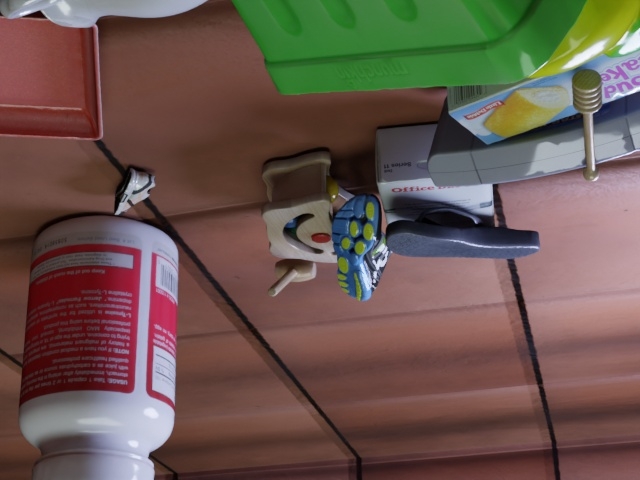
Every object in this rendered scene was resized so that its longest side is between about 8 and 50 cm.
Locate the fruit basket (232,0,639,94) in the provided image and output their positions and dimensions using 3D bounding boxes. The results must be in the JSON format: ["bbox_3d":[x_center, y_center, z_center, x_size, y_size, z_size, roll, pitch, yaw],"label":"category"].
[{"bbox_3d":[0.136,-0.226,1.047,0.392,0.283,0.392,30,164,9],"label":"fruit basket"}]

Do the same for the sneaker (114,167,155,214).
[{"bbox_3d":[-0.265,-0.064,1.731,0.043,0.040,0.109,7,154,-23],"label":"sneaker"}]

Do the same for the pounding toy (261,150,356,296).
[{"bbox_3d":[0.000,0.000,1.747,0.154,0.155,0.269,-2,155,3],"label":"pounding toy"}]

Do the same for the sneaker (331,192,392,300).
[{"bbox_3d":[0.060,0.001,1.691,0.067,0.078,0.188,23,141,22],"label":"sneaker"}]

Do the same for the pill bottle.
[{"bbox_3d":[-0.332,0.188,1.833,0.229,0.408,0.229,-1,155,0],"label":"pill bottle"}]

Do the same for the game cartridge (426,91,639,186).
[{"bbox_3d":[0.274,-0.145,1.414,0.297,0.198,0.062,-12,115,21],"label":"game cartridge"}]

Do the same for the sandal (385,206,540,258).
[{"bbox_3d":[0.188,-0.010,1.663,0.254,0.054,0.097,4,164,-36],"label":"sandal"}]

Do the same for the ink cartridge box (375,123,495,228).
[{"bbox_3d":[0.160,-0.076,1.673,0.153,0.087,0.208,-4,156,7],"label":"ink cartridge box"}]

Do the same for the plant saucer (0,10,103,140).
[{"bbox_3d":[-0.385,-0.204,1.415,0.258,0.048,0.259,2,154,-7],"label":"plant saucer"}]

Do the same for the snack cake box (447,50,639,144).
[{"bbox_3d":[0.262,-0.222,1.286,0.264,0.152,0.089,-18,148,33],"label":"snack cake box"}]

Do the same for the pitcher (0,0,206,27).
[{"bbox_3d":[-0.192,-0.263,1.165,0.207,0.125,0.178,-13,-163,31],"label":"pitcher"}]

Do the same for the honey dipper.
[{"bbox_3d":[0.280,-0.113,1.269,0.030,0.030,0.161,-6,142,10],"label":"honey dipper"}]
